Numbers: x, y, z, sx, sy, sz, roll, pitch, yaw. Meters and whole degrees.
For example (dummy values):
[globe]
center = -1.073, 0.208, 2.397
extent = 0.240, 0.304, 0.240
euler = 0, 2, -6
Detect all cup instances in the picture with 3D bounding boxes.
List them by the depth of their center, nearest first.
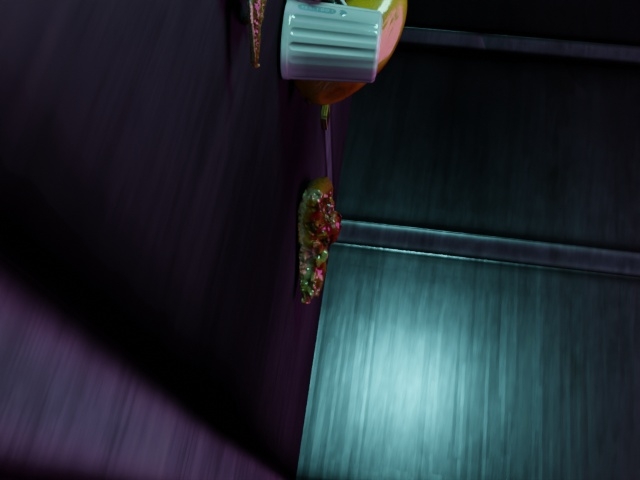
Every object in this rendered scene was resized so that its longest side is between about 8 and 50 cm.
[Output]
[cup]
center = 0.026, -0.441, 1.367
extent = 0.167, 0.202, 0.221
euler = 73, 24, -84

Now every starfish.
[starfish]
center = -0.098, -0.361, 0.911
extent = 0.238, 0.057, 0.213
euler = -19, 108, -85

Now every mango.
[mango]
center = 0.077, -0.466, 1.518
extent = 0.359, 0.187, 0.144
euler = -45, 171, 5

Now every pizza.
[pizza]
center = 0.000, 0.000, 2.075
extent = 0.440, 0.130, 0.406
euler = -32, 126, -83

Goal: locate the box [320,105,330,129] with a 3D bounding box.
[box]
center = 0.022, -0.468, 2.282
extent = 0.090, 0.023, 0.133
euler = 82, 16, -76
